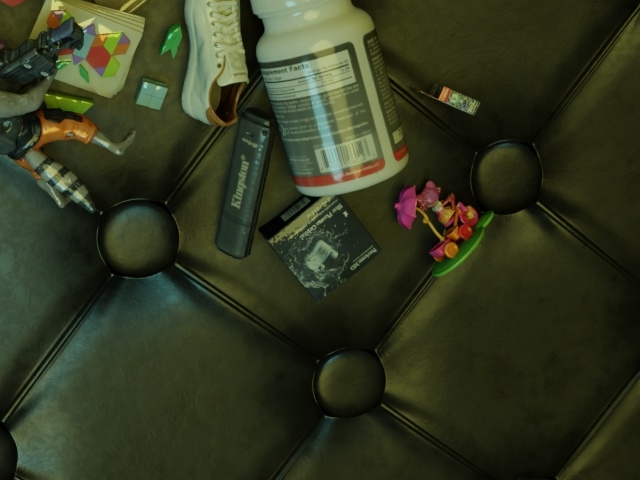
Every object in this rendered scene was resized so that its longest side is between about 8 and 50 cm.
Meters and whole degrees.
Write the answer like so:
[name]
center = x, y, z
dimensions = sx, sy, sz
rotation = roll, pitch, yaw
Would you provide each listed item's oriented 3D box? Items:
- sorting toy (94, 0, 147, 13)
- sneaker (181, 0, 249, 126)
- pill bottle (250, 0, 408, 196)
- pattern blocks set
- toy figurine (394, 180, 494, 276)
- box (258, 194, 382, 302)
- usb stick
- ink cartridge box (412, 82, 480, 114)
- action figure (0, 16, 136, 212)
[sorting toy]
center = -0.332, -0.484, 1.805
dimensions = 0.348, 0.047, 0.196
rotation = -40, 136, -3
[sneaker]
center = -0.158, -0.331, 1.838
dimensions = 0.106, 0.123, 0.290
rotation = -18, 124, -40
[pill bottle]
center = 0.011, -0.275, 1.871
dimensions = 0.210, 0.210, 0.362
rotation = -18, 106, -8
[pattern blocks set]
center = -0.394, -0.326, 1.808
dimensions = 0.325, 0.026, 0.285
rotation = 3, 124, -19
[toy figurine]
center = 0.218, -0.048, 2.035
dimensions = 0.159, 0.130, 0.173
rotation = 45, 69, -9
[box]
center = 0.000, 0.000, 1.996
dimensions = 0.156, 0.093, 0.158
rotation = -39, 109, -2
[usb stick]
center = -0.132, -0.096, 1.921
dimensions = 0.045, 0.077, 0.278
rotation = -18, 131, -47
[ink cartridge box]
center = 0.229, -0.266, 1.999
dimensions = 0.115, 0.063, 0.029
rotation = 21, 99, -17
[action figure]
center = -0.461, -0.199, 1.737
dimensions = 0.330, 0.178, 0.341
rotation = 31, 140, -32
